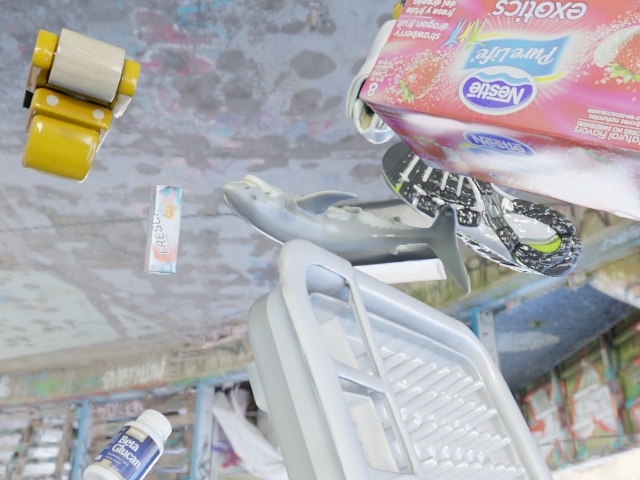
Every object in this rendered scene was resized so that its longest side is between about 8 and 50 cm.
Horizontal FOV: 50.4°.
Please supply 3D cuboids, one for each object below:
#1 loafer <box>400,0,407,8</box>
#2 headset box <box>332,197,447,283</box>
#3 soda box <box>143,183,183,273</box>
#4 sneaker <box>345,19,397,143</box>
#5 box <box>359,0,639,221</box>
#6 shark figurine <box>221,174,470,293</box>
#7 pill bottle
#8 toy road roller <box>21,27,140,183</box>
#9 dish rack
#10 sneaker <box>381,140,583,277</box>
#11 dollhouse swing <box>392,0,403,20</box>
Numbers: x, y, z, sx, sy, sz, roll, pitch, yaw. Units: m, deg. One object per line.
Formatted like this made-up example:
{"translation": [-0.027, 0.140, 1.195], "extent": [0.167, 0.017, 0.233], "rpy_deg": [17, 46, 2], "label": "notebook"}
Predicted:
{"translation": [0.199, -0.468, 1.346], "extent": [0.109, 0.095, 0.302], "rpy_deg": [11, -167, 6], "label": "loafer"}
{"translation": [0.133, 0.010, 1.424], "extent": [0.246, 0.131, 0.283], "rpy_deg": [-6, 167, 13], "label": "headset box"}
{"translation": [-0.329, -0.021, 1.422], "extent": [0.058, 0.183, 0.063], "rpy_deg": [6, 172, -25], "label": "soda box"}
{"translation": [0.094, -0.246, 1.269], "extent": [0.108, 0.169, 0.292], "rpy_deg": [22, 151, 11], "label": "sneaker"}
{"translation": [0.174, -0.110, 0.520], "extent": [0.256, 0.123, 0.128], "rpy_deg": [23, 173, 43], "label": "box"}
{"translation": [0.021, 0.007, 0.778], "extent": [0.278, 0.116, 0.166], "rpy_deg": [11, 172, -5], "label": "shark figurine"}
{"translation": [-0.361, 0.407, 1.299], "extent": [0.094, 0.169, 0.094], "rpy_deg": [14, 127, 19], "label": "pill bottle"}
{"translation": [-0.533, -0.270, 1.458], "extent": [0.202, 0.241, 0.329], "rpy_deg": [14, 159, -25], "label": "toy road roller"}
{"translation": [0.078, 0.165, 0.431], "extent": [0.072, 0.286, 0.333], "rpy_deg": [-35, 147, 20], "label": "dish rack"}
{"translation": [0.213, -0.035, 0.970], "extent": [0.300, 0.111, 0.121], "rpy_deg": [35, 167, 3], "label": "sneaker"}
{"translation": [0.394, -0.683, 1.929], "extent": [0.315, 0.305, 0.347], "rpy_deg": [36, 127, -22], "label": "dollhouse swing"}
